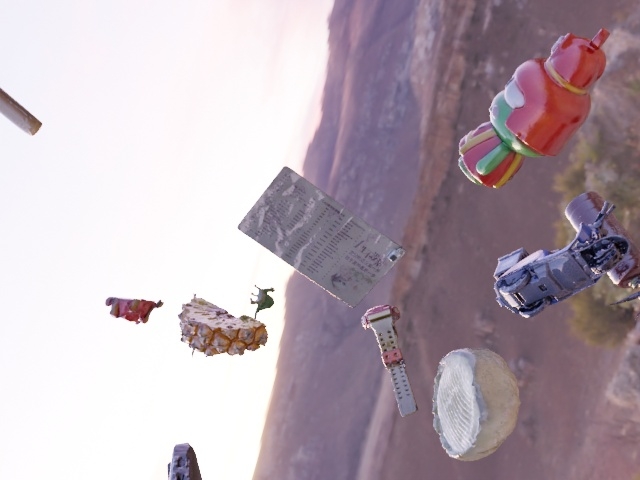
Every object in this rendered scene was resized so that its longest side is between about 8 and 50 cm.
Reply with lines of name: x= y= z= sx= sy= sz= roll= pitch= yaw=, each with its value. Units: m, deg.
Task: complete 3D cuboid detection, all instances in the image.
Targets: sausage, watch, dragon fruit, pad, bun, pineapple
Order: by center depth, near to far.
sausage: x=-0.368 y=-0.165 z=0.985 sx=0.024 sy=0.132 sz=0.024 roll=-51 pitch=0 yaw=-1
pad: x=0.000 y=0.000 z=1.545 sx=0.159 sy=0.265 sz=0.009 roll=-50 pitch=11 yaw=28
pineapple: x=-0.232 y=0.187 z=1.843 sx=0.135 sy=0.233 sz=0.079 roll=-27 pitch=-59 yaw=-45
bun: x=0.358 y=0.366 z=1.974 sx=0.259 sy=0.152 sz=0.259 roll=-178 pitch=90 yaw=-73
dragon fruit: x=-0.455 y=0.169 z=2.114 sx=0.126 sy=0.112 sz=0.068 roll=9 pitch=-96 yaw=-47
watch: x=0.183 y=0.295 z=2.229 sx=0.165 sy=0.102 sz=0.268 roll=66 pitch=-172 yaw=-56

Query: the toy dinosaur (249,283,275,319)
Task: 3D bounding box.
toy dinosaur: x=-0.140 y=0.150 z=2.106 sx=0.029 sy=0.060 sz=0.119 roll=116 pitch=166 yaw=-46

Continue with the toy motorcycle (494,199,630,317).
toy motorcycle: x=0.553 y=0.049 z=2.024 sx=0.359 sy=0.125 sz=0.212 roll=-30 pitch=18 yaw=39

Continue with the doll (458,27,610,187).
doll: x=0.403 y=-0.242 z=1.611 sx=0.363 sy=0.160 sz=0.182 roll=-55 pitch=-8 yaw=36

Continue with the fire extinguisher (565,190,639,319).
fire extinguisher: x=0.723 y=0.041 z=2.184 sx=0.344 sy=0.138 sz=0.102 roll=65 pitch=-174 yaw=34

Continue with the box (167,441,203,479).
box: x=-0.283 y=0.679 z=1.961 sx=0.350 sy=0.091 sz=0.359 roll=-112 pitch=14 yaw=-67
